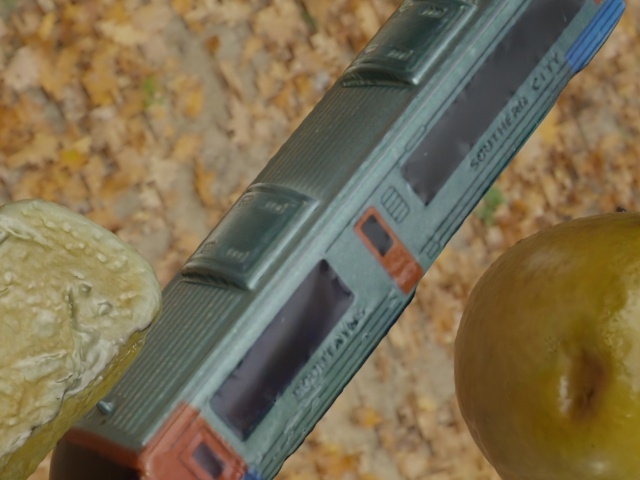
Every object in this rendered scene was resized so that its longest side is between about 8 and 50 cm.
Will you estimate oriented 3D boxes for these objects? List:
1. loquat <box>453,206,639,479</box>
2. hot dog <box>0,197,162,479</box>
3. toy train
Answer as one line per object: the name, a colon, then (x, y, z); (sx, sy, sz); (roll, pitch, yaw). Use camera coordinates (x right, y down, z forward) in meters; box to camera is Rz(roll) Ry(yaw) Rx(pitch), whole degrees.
loquat: (0.195, 0.077, 1.025); (0.213, 0.213, 0.213); (34, 45, -42)
hot dog: (-0.147, 0.072, 0.627); (0.084, 0.073, 0.242); (32, 39, 6)
toy train: (0.000, 0.000, 0.817); (0.409, 0.086, 0.089); (-51, 121, -21)
